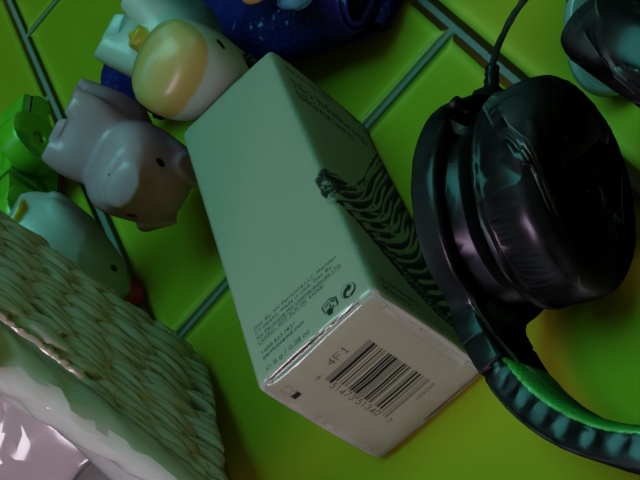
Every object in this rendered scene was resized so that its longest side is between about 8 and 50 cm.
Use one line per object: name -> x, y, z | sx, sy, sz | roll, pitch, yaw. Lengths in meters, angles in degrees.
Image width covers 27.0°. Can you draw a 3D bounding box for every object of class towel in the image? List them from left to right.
towel -> -0.045, -0.221, 1.137 | 0.308, 0.076, 0.227 | -11, 50, 43

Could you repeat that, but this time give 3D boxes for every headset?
headset -> 0.132, -0.069, 0.686 | 0.243, 0.185, 0.394 | -42, 50, 22

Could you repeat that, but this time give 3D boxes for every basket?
basket -> -0.271, 0.144, 0.833 | 0.331, 0.328, 0.266 | -48, 17, 11

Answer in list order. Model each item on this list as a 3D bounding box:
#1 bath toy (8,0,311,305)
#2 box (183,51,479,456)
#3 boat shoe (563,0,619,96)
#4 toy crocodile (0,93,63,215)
bath toy -> -0.136, -0.076, 1.019 | 0.348, 0.129, 0.151 | -57, 15, 20
box -> 0.000, 0.000, 0.861 | 0.094, 0.113, 0.275 | -42, 38, 16
boat shoe -> 0.181, -0.172, 0.841 | 0.083, 0.065, 0.183 | 134, 145, -79
toy crocodile -> -0.281, -0.020, 1.231 | 0.115, 0.105, 0.340 | -40, 33, 19
